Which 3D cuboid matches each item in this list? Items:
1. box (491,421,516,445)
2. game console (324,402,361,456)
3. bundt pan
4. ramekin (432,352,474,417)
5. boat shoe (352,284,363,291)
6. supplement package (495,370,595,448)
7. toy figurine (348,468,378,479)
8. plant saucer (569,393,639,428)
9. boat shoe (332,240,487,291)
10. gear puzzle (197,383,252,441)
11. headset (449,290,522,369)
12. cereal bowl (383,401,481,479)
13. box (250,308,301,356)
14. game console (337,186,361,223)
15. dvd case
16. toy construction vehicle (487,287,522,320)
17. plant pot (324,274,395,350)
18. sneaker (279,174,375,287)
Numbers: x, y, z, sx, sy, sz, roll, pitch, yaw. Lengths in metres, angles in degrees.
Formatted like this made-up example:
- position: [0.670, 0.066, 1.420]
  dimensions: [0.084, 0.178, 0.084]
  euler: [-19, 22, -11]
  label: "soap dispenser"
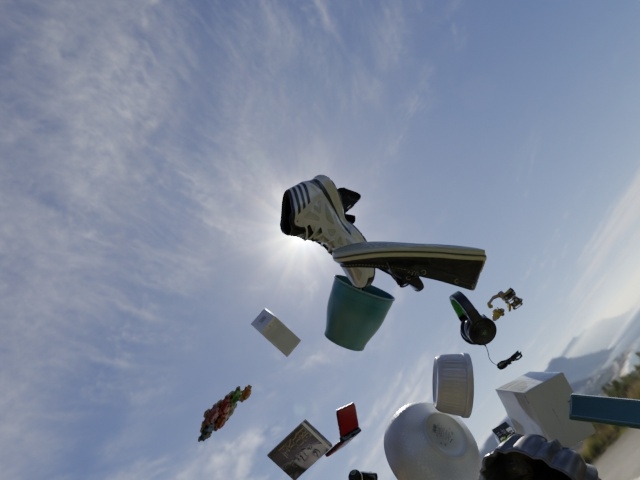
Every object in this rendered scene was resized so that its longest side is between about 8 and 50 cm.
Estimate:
- position: [0.642, 0.683, 1.610]
  dimensions: [0.062, 0.052, 0.083]
  euler: [-28, -77, -3]
  label: "box"
- position: [0.063, 0.592, 1.466]
  dimensions: [0.124, 0.085, 0.144]
  euler: [-47, -25, 14]
  label: "game console"
- position: [0.606, 0.655, 1.245]
  dimensions: [0.124, 0.330, 0.331]
  euler: [-32, -36, -38]
  label: "bundt pan"
- position: [0.433, 0.474, 1.546]
  dimensions: [0.207, 0.108, 0.208]
  euler: [2, -90, -82]
  label: "ramekin"
- position: [0.161, 0.228, 2.026]
  dimensions: [0.048, 0.042, 0.133]
  euler: [1, -79, -24]
  label: "boat shoe"
- position: [0.703, 0.535, 1.481]
  dimensions: [0.149, 0.194, 0.203]
  euler: [-23, -11, -10]
  label: "supplement package"
- position: [0.154, 1.014, 1.796]
  dimensions: [0.213, 0.210, 0.148]
  euler: [-50, -44, 12]
  label: "toy figurine"
- position: [0.696, 0.409, 1.126]
  dimensions: [0.018, 0.192, 0.067]
  euler: [32, -118, -29]
  label: "plant saucer"
- position: [0.285, 0.085, 1.497]
  dimensions: [0.499, 0.187, 0.156]
  euler: [4, -84, -6]
  label: "boat shoe"
- position: [-0.392, 0.731, 2.015]
  dimensions: [0.339, 0.044, 0.176]
  euler: [-22, -48, -62]
  label: "gear puzzle"
- position: [0.741, 0.398, 2.135]
  dimensions: [0.185, 0.395, 0.243]
  euler: [-29, -14, 0]
  label: "headset"
- position: [0.389, 0.682, 1.555]
  dimensions: [0.338, 0.339, 0.141]
  euler: [-16, -38, -43]
  label: "cereal bowl"
- position: [-0.186, 0.382, 1.943]
  dimensions: [0.091, 0.130, 0.170]
  euler: [-48, -66, -14]
  label: "box"
- position: [0.073, -0.130, 1.993]
  dimensions: [0.212, 0.044, 0.361]
  euler: [10, -22, -18]
  label: "game console"
- position: [-0.084, 0.863, 1.921]
  dimensions: [0.221, 0.164, 0.018]
  euler: [-44, 8, 3]
  label: "dvd case"
- position: [0.492, 0.166, 1.253]
  dimensions: [0.098, 0.035, 0.086]
  euler: [-34, -43, -3]
  label: "toy construction vehicle"
- position: [0.142, 0.310, 1.950]
  dimensions: [0.271, 0.271, 0.256]
  euler: [14, -83, -56]
  label: "plant pot"
- position: [-0.001, 0.000, 1.656]
  dimensions: [0.257, 0.448, 0.169]
  euler: [-24, -7, -36]
  label: "sneaker"
